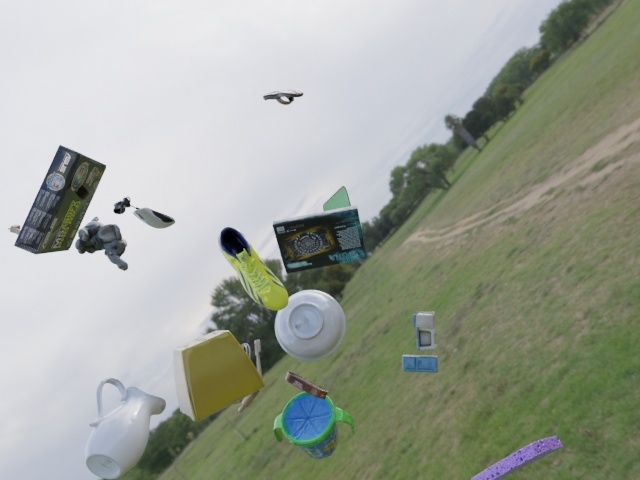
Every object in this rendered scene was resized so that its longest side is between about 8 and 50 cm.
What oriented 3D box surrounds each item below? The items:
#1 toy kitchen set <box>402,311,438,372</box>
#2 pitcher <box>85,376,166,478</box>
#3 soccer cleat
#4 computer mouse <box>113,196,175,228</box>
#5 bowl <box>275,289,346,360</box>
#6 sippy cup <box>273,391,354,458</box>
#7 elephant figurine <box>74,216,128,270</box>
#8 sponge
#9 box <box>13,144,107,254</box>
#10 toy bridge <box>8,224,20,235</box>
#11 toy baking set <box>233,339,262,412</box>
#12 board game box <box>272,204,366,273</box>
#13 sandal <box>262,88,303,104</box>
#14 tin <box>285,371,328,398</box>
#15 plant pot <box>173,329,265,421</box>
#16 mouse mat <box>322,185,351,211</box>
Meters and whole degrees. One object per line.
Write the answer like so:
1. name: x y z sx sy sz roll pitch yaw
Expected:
1. toy kitchen set: 0.330 0.350 1.583 0.122 0.207 0.166 -3 -5 17
2. pitcher: -0.487 0.437 1.111 0.125 0.177 0.207 -47 13 24
3. soccer cleat: -0.197 0.080 1.321 0.093 0.289 0.121 -36 -16 -14
4. computer mouse: -0.542 -0.074 1.448 0.106 0.193 0.042 -18 58 41
5. bowl: -0.050 0.330 1.874 0.298 0.298 0.134 -44 -18 -8
6. sippy cup: -0.025 0.795 1.964 0.240 0.305 0.224 -48 -44 -30
7. elephant figurine: -0.925 0.012 2.047 0.169 0.239 0.186 -103 25 -84
8. sponge: 0.478 0.544 1.142 0.117 0.031 0.210 6 -45 -36
9. box: -0.673 -0.101 1.225 0.216 0.060 0.270 -173 106 -80
10. toy bridge: -0.998 -0.017 1.628 0.063 0.188 0.026 -85 11 -77
11. toy baking set: -0.276 0.490 1.693 0.030 0.197 0.256 12 -55 -45
12. board game box: 0.000 0.000 1.020 0.186 0.126 0.026 -10 27 5
13. sandal: -0.158 -0.610 1.998 0.219 0.060 0.090 5 30 35
14. tin: -0.055 0.559 1.794 0.106 0.189 0.040 31 -102 -49
15. plant pot: -0.319 0.375 1.356 0.212 0.187 0.212 -21 0 -29
16. mouse mat: 0.062 -0.048 1.376 0.007 0.190 0.152 -6 -17 -29
